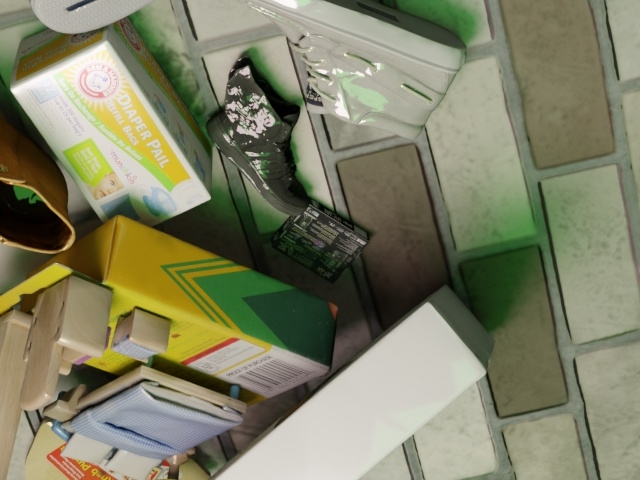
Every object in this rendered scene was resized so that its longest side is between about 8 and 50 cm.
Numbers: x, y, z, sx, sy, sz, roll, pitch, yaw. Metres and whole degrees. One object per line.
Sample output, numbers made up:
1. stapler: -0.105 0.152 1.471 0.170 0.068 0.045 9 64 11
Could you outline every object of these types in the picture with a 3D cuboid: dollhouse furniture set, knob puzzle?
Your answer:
1. dollhouse furniture set: -0.205 0.212 1.798 0.303 0.198 0.286 24 150 -29
2. knob puzzle: -0.252 0.260 2.047 0.213 0.030 0.213 -2 123 -3

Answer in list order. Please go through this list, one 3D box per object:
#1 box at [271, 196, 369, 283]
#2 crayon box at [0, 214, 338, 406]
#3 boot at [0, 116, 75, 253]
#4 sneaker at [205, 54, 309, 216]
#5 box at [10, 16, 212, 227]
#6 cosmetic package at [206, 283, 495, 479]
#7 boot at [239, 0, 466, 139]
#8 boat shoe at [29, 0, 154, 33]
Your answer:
1. box: 0.000 0.000 1.904 0.083 0.018 0.067 31 116 -20
2. crayon box: -0.168 0.074 1.825 0.318 0.081 0.202 23 150 -29
3. boot: -0.365 -0.097 1.702 0.295 0.211 0.104 29 100 -23
4. sneaker: -0.049 -0.103 1.817 0.089 0.051 0.170 -36 114 23
5. box: -0.202 -0.119 1.768 0.114 0.103 0.203 -25 120 13
6. cosmetic package: 0.006 0.204 1.835 0.377 0.284 0.097 -40 85 7
7. boot: 0.008 -0.180 1.745 0.258 0.095 0.123 20 112 -16
8. boat shoe: -0.124 -0.305 1.644 0.335 0.119 0.121 -18 151 11
